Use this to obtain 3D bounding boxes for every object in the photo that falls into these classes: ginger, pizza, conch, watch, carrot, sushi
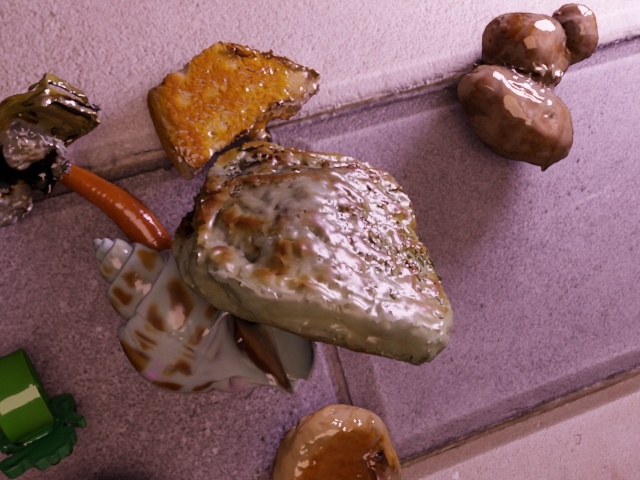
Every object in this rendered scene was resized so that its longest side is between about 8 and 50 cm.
[{"bbox_3d":[0.372,-0.293,1.107,0.245,0.155,0.304,19,90,-12],"label":"ginger"},{"bbox_3d":[-0.140,-0.235,1.036,0.297,0.071,0.189,-34,88,-12],"label":"pizza"},{"bbox_3d":[-0.181,0.121,0.961,0.249,0.197,0.368,-35,136,22],"label":"conch"},{"bbox_3d":[-0.445,0.248,0.945,0.131,0.165,0.152,-23,117,-22],"label":"watch"},{"bbox_3d":[-0.336,-0.059,1.009,0.271,0.066,0.062,45,48,-10],"label":"carrot"},{"bbox_3d":[-0.460,-0.119,0.909,0.291,0.139,0.131,-38,62,12],"label":"sushi"}]

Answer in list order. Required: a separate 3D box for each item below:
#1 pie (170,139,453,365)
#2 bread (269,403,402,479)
[{"bbox_3d":[-0.007,0.011,0.893,0.395,0.418,0.180,8,120,-18],"label":"pie"},{"bbox_3d":[0.026,0.395,1.081,0.245,0.134,0.244,-1,94,-16],"label":"bread"}]
